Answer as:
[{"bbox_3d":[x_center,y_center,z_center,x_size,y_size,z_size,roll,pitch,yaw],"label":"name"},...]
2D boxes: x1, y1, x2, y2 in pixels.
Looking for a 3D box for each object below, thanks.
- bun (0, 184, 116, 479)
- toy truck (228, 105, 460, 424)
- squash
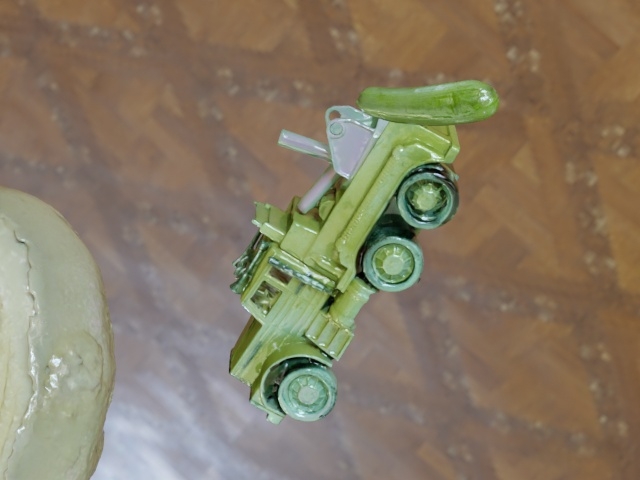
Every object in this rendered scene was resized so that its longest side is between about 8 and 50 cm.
[{"bbox_3d":[-0.311,0.131,1.558,0.364,0.364,0.202,10,178,41],"label":"bun"},{"bbox_3d":[0.001,0.004,1.293,0.135,0.128,0.259,24,109,-9],"label":"toy truck"},{"bbox_3d":[0.063,-0.081,1.004,0.089,0.027,0.027,-2,131,23],"label":"squash"}]
